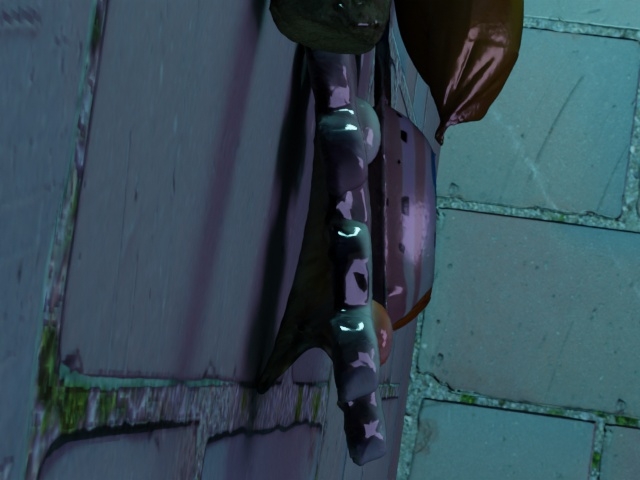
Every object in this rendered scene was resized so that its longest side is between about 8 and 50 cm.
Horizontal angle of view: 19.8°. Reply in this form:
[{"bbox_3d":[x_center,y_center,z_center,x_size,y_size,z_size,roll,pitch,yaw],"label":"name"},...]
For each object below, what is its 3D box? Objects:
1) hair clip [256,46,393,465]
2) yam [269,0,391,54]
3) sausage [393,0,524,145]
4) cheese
[{"bbox_3d":[0.008,-0.001,1.057,0.146,0.075,0.257,51,43,-76],"label":"hair clip"},{"bbox_3d":[0.019,-0.221,0.895,0.061,0.061,0.274,80,18,-72],"label":"yam"},{"bbox_3d":[0.103,-0.190,1.387,0.328,0.112,0.112,-89,-179,-48],"label":"sausage"},{"bbox_3d":[0.045,-0.046,1.319,0.189,0.074,0.286,90,1,-49],"label":"cheese"}]
